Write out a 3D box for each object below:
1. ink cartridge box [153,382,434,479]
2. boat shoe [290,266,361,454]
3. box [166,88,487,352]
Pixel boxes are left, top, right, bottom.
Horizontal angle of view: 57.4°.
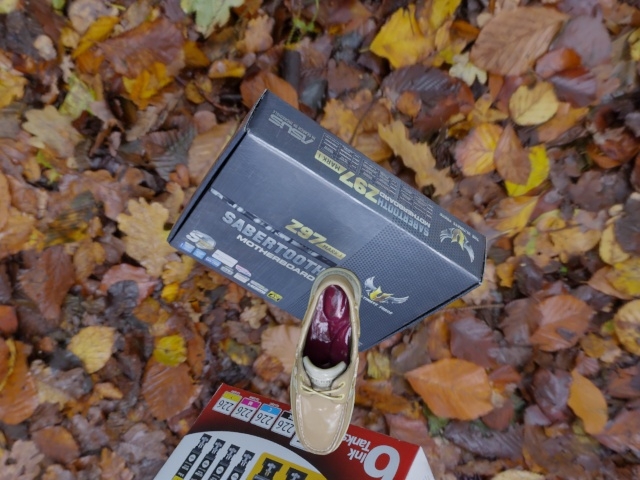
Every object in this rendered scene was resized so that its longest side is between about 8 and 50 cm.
[{"bbox_3d":[-0.056,0.344,0.682,0.309,0.130,0.272,5,45,35],"label":"ink cartridge box"},{"bbox_3d":[0.002,0.087,0.409,0.050,0.045,0.136,4,93,7],"label":"boat shoe"},{"bbox_3d":[0.000,0.000,0.525,0.232,0.059,0.183,32,138,-16],"label":"box"}]
